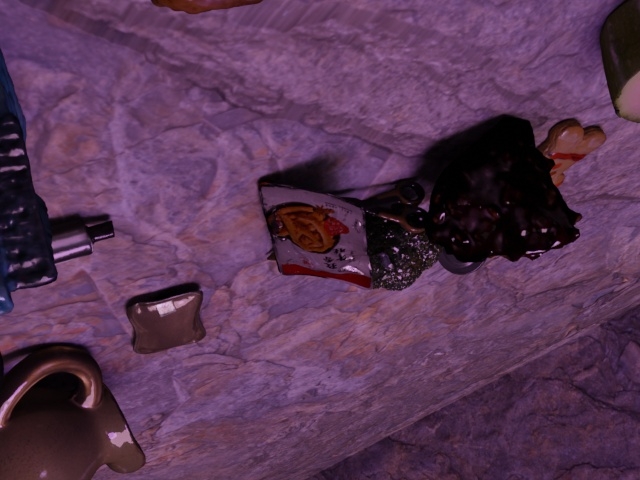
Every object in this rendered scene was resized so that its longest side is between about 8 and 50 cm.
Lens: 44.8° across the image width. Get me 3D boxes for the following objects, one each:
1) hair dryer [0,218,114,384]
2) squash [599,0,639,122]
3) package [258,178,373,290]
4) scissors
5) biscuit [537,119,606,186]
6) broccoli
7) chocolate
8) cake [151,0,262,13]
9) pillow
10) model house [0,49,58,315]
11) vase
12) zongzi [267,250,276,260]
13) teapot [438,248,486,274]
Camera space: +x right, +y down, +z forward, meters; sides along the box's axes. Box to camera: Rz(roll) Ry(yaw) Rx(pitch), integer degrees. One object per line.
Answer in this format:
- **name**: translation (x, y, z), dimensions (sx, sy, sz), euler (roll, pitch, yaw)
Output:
- **hair dryer**: translation (-0.402, 0.088, 0.950), dimensions (0.284, 0.155, 0.320), euler (1, 140, -21)
- **squash**: translation (0.433, -0.238, 0.984), dimensions (0.170, 0.122, 0.170), euler (-17, 155, -8)
- **package**: translation (0.000, 0.000, 1.109), dimensions (0.154, 0.030, 0.239), euler (12, 152, 13)
- **scissors**: translation (0.055, -0.051, 1.135), dimensions (0.220, 0.088, 0.017), euler (0, 155, -18)
- **biscuit**: translation (0.364, -0.112, 1.292), dimensions (0.153, 0.030, 0.234), euler (4, 144, -40)
- **broccoli**: translation (0.110, 0.006, 1.209), dimensions (0.162, 0.145, 0.138), euler (-14, -164, 13)
- **chocolate**: translation (0.288, -0.029, 1.120), dimensions (0.224, 0.177, 0.206), euler (-39, 142, -10)
- **cake**: translation (-0.044, -0.293, 0.409), dimensions (0.199, 0.196, 0.293), euler (-16, 156, -7)
- **pillow**: translation (-0.256, 0.141, 1.296), dimensions (0.130, 0.033, 0.217), euler (-12, 154, -13)
- **model house**: translation (-0.365, -0.040, 0.614), dimensions (0.261, 0.241, 0.226), euler (-14, 156, -16)
- **vase**: translation (-0.458, 0.315, 1.308), dimensions (0.302, 0.241, 0.329), euler (-17, 131, -39)
- **zongzi**: translation (-0.055, 0.004, 1.192), dimensions (0.083, 0.040, 0.076), euler (-8, 151, 14)
- **teapot**: translation (0.248, 0.009, 1.403), dimensions (0.091, 0.124, 0.092), euler (-2, 110, -66)
